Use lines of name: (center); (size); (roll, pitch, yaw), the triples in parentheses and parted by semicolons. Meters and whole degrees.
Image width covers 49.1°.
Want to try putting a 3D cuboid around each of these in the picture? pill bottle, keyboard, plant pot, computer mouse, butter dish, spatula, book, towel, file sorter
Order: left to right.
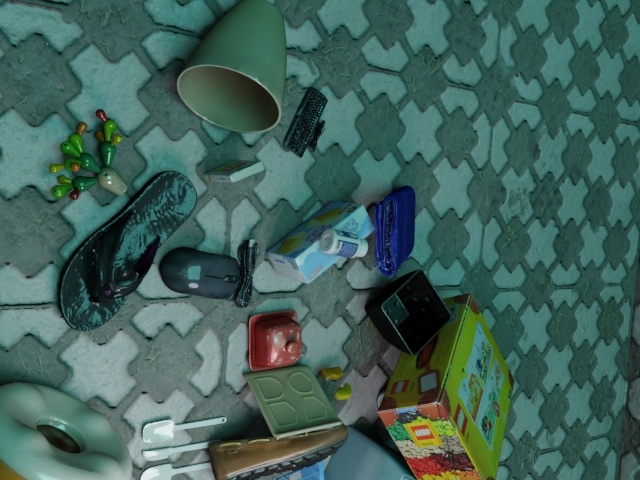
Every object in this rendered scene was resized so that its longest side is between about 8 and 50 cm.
spatula: (-0.351, 0.540, 1.827); (0.242, 0.019, 0.168); (1, 94, -36)
computer mouse: (-0.273, 0.081, 1.795); (0.272, 0.072, 0.189); (6, 93, -36)
book: (-0.219, -0.171, 1.758); (0.096, 0.144, 0.035); (-27, 111, -31)
plant pot: (-0.184, -0.449, 1.710); (0.256, 0.256, 0.274); (32, 61, -34)
butter dish: (-0.106, 0.281, 1.911); (0.160, 0.118, 0.160); (-4, 98, -35)
file sorter: (-0.061, 0.687, 1.995); (0.104, 0.118, 0.170); (-13, 103, -30)
keyboard: (-0.025, -0.324, 1.947); (0.100, 0.038, 0.192); (30, 79, -35)
pill bottle: (0.064, 0.010, 1.843); (0.120, 0.067, 0.067); (12, 88, -35)
plant pot: (0.180, 0.744, 2.091); (0.248, 0.252, 0.247); (37, 75, -33)
towel: (0.215, -0.037, 2.049); (0.308, 0.076, 0.228); (-31, 123, -69)
plant pot: (0.245, 0.216, 2.113); (0.188, 0.167, 0.187); (-40, 103, -27)

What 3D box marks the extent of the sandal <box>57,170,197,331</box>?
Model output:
sandal: (-0.448, 0.016, 1.639); (0.167, 0.107, 0.446); (44, 71, -31)

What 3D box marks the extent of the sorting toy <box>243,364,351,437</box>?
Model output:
sorting toy: (-0.040, 0.434, 1.928); (0.307, 0.229, 0.041); (-1, 129, -36)

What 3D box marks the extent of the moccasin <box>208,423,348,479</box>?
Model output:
moccasin: (-0.109, 0.550, 1.890); (0.380, 0.139, 0.147); (-12, 59, -12)

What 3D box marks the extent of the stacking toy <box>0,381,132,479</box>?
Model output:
stacking toy: (-0.665, 0.577, 1.482); (0.350, 0.350, 0.480); (34, 94, -34)

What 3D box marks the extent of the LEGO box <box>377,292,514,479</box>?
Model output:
LEGO box: (0.397, 0.462, 2.102); (0.372, 0.193, 0.500); (60, 34, -19)

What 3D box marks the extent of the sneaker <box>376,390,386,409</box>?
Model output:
sneaker: (0.281, 0.554, 2.248); (0.226, 0.086, 0.163); (48, 24, 5)

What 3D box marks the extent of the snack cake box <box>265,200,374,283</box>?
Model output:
snack cake box: (0.000, 0.000, 1.932); (0.264, 0.152, 0.089); (-39, 116, -26)

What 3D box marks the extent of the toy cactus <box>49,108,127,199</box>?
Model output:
toy cactus: (-0.507, -0.170, 1.589); (0.180, 0.112, 0.219); (45, 61, -41)
